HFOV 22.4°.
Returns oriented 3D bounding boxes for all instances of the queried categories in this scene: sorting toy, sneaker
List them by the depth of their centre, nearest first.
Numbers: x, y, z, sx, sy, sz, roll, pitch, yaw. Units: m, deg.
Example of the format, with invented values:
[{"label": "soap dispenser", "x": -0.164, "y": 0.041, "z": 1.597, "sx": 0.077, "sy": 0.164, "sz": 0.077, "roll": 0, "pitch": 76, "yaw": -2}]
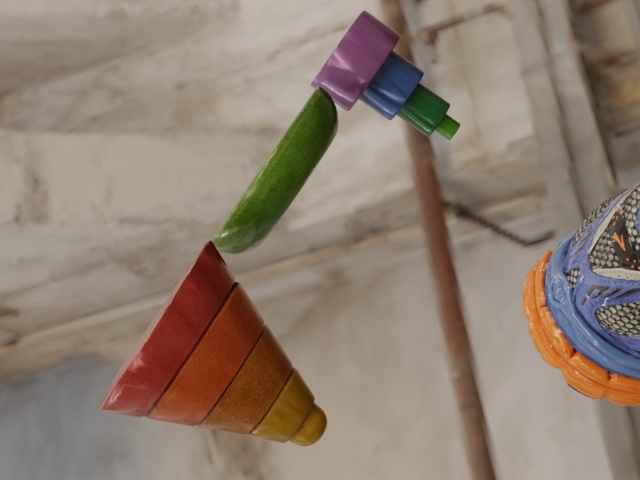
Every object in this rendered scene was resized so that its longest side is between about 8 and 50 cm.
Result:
[{"label": "sneaker", "x": 0.182, "y": 0.002, "z": 0.540, "sx": 0.087, "sy": 0.221, "sz": 0.083, "roll": 107, "pitch": 148, "yaw": -62}, {"label": "sorting toy", "x": 0.000, "y": 0.000, "z": 1.042, "sx": 0.126, "sy": 0.127, "sz": 0.365, "roll": 34, "pitch": -129, "yaw": -3}]
